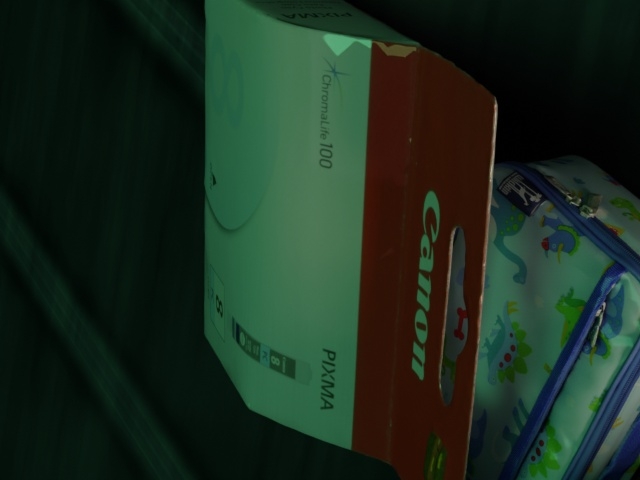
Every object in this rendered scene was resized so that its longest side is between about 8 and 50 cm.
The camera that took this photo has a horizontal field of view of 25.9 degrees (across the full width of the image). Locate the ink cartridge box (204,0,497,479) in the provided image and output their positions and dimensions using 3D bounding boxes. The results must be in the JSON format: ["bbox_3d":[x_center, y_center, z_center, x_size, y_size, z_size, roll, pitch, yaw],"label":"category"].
[{"bbox_3d":[0.000,0.000,0.973,0.385,0.091,0.308,-130,40,-64],"label":"ink cartridge box"}]

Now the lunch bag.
[{"bbox_3d":[0.149,0.067,0.896,0.176,0.090,0.219,48,130,37],"label":"lunch bag"}]
